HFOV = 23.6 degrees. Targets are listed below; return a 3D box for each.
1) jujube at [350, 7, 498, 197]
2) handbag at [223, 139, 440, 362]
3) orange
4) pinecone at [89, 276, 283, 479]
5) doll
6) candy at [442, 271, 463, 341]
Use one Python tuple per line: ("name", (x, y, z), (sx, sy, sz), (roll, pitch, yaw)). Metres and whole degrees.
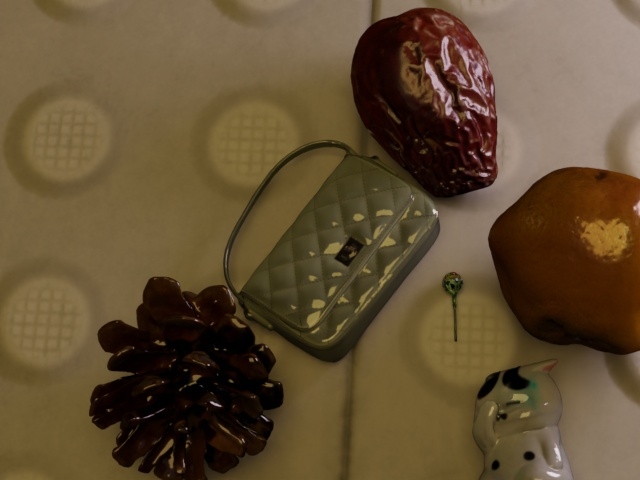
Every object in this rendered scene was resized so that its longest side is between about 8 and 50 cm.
("jujube", (0.133, -0.163, 1.850), (0.168, 0.168, 0.236), (-23, 88, -2))
("handbag", (0.000, 0.000, 1.844), (0.219, 0.079, 0.256), (34, 77, 18))
("orange", (0.295, 0.033, 1.720), (0.249, 0.249, 0.183), (19, 69, 11))
("pinecone", (-0.157, 0.166, 1.740), (0.228, 0.202, 0.201), (27, 45, 12))
("doll", (0.226, 0.227, 1.729), (0.110, 0.107, 0.181), (-16, 72, 31))
("candy", (0.158, 0.079, 1.831), (0.023, 0.025, 0.083), (-10, 75, 48))
